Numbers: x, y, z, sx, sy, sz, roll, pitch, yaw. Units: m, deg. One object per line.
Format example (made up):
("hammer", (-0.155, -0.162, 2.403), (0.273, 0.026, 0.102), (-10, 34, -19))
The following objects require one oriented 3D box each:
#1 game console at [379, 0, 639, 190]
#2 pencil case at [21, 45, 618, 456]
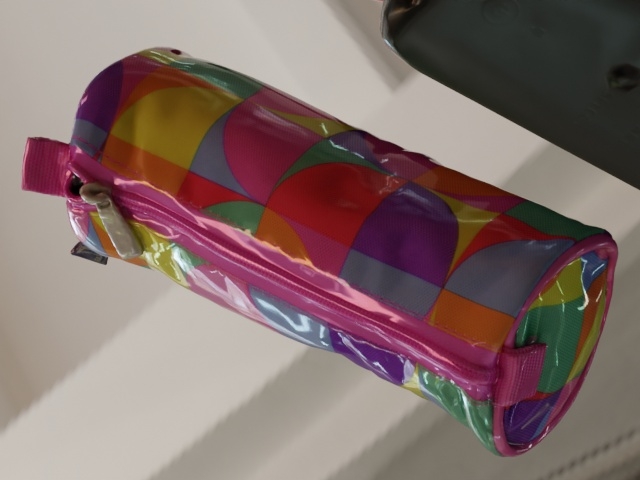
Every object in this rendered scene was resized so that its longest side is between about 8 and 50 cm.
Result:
("game console", (0.264, -0.138, 0.857), (0.386, 0.342, 0.060), (-46, -149, 41))
("pencil case", (0.000, 0.000, 0.769), (0.236, 0.104, 0.104), (22, -99, 26))
